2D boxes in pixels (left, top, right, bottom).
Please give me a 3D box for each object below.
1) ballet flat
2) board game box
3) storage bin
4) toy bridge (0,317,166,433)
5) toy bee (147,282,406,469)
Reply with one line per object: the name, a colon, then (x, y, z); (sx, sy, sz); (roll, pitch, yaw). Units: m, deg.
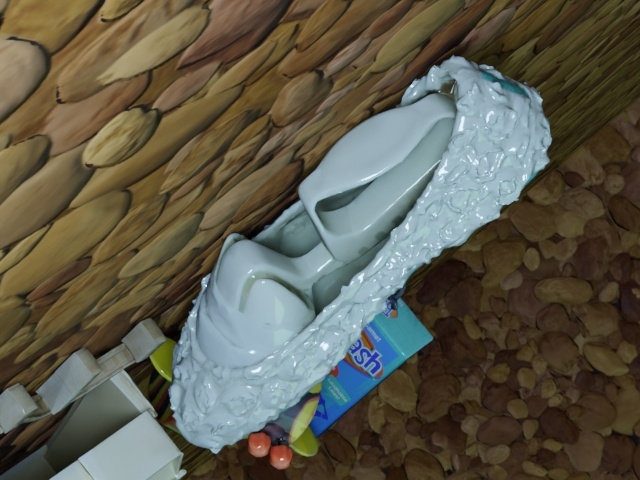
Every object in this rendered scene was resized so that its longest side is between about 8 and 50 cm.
ballet flat: (0.000, 0.000, 1.174); (0.409, 0.147, 0.147); (-44, 172, 12)
board game box: (-0.006, 0.090, 1.435); (0.047, 0.160, 0.210); (-31, 169, -43)
storage bin: (-0.272, 0.249, 1.248); (0.262, 0.123, 0.260); (-34, 170, -34)
toy bridge: (-0.197, 0.111, 1.149); (0.063, 0.026, 0.188); (-42, 172, 32)
toy bee: (-0.067, 0.133, 1.328); (0.298, 0.195, 0.162); (126, -20, -51)
